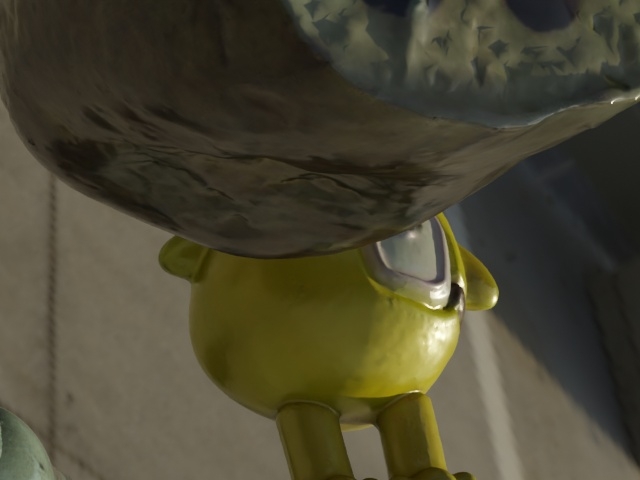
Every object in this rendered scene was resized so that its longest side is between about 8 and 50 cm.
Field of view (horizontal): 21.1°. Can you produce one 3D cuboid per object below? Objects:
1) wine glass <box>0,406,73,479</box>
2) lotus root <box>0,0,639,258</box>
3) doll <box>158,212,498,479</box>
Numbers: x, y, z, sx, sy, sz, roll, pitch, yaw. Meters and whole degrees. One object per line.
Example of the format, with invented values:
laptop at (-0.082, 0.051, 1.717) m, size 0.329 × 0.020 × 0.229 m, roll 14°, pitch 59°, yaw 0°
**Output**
wine glass at (-0.201, 0.147, 0.995) m, size 0.231 × 0.103 × 0.103 m, roll 69°, pitch 0°, yaw -68°
lotus root at (-0.007, -0.112, 0.705) m, size 0.250 × 0.346 × 0.250 m, roll 5°, pitch 77°, yaw -22°
doll at (0.000, 0.000, 0.999) m, size 0.199 × 0.145 × 0.363 m, roll 2°, pitch 54°, yaw -23°
